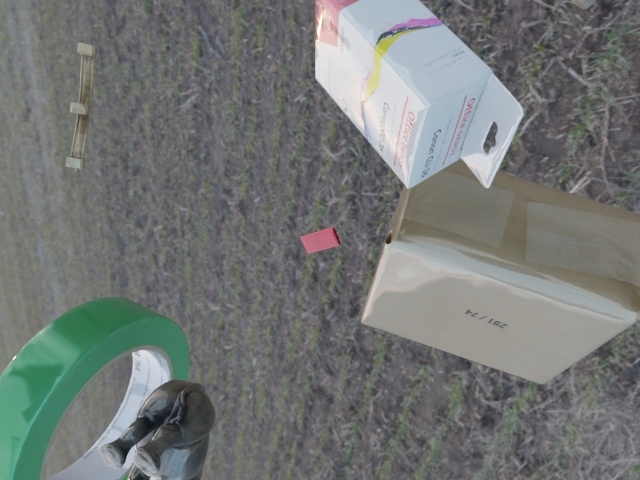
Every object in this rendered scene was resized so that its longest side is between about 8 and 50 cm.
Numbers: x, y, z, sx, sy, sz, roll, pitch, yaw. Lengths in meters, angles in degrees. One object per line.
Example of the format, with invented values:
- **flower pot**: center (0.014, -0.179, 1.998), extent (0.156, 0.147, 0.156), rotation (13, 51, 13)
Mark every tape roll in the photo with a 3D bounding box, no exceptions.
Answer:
- **tape roll**: center (-0.309, 0.239, 0.813), extent (0.077, 0.321, 0.321), rotation (21, 126, 20)

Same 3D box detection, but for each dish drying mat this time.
- **dish drying mat**: center (0.000, 0.000, 0.969), extent (0.083, 0.008, 0.032), rotation (-16, 102, 50)

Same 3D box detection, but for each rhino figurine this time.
- **rhino figurine**: center (-0.157, 0.233, 0.596), extent (0.073, 0.106, 0.243), rotation (27, 130, 14)

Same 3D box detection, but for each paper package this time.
- **paper package**: center (0.248, 0.055, 0.881), extent (0.324, 0.168, 0.309), rotation (18, 151, 6)

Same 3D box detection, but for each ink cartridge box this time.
- **ink cartridge box**: center (0.074, -0.130, 0.514), extent (0.198, 0.067, 0.115), rotation (53, 164, 24)

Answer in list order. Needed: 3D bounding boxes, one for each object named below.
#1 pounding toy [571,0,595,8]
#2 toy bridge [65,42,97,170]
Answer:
- **pounding toy**: center (0.230, -0.365, 0.689), extent (0.269, 0.154, 0.155), rotation (32, 138, -13)
- **toy bridge**: center (-0.363, -0.199, 0.904), extent (0.063, 0.026, 0.188), rotation (-142, 61, -71)
